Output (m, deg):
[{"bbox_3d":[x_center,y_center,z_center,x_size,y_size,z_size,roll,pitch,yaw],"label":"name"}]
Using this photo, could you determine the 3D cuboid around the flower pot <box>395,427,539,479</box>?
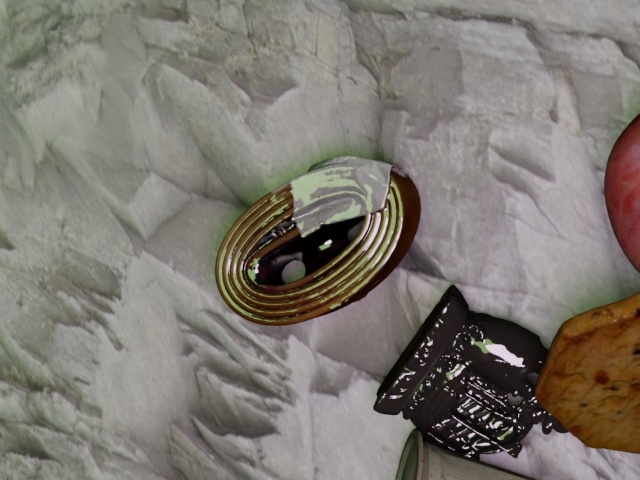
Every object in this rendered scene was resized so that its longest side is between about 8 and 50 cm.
[{"bbox_3d":[0.206,0.396,1.214,0.203,0.212,0.212,15,91,3],"label":"flower pot"}]

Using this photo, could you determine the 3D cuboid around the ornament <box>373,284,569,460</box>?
[{"bbox_3d":[0.241,0.225,1.275,0.260,0.106,0.251,36,104,6],"label":"ornament"}]

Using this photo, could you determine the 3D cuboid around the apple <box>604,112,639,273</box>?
[{"bbox_3d":[0.553,-0.052,1.113,0.345,0.269,0.344,-12,55,17],"label":"apple"}]

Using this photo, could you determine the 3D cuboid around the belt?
[{"bbox_3d":[0.000,0.000,1.344,0.339,0.122,0.217,-34,80,14],"label":"belt"}]

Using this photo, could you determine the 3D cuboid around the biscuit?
[{"bbox_3d":[0.461,0.176,1.112,0.359,0.359,0.046,-8,45,16],"label":"biscuit"}]
